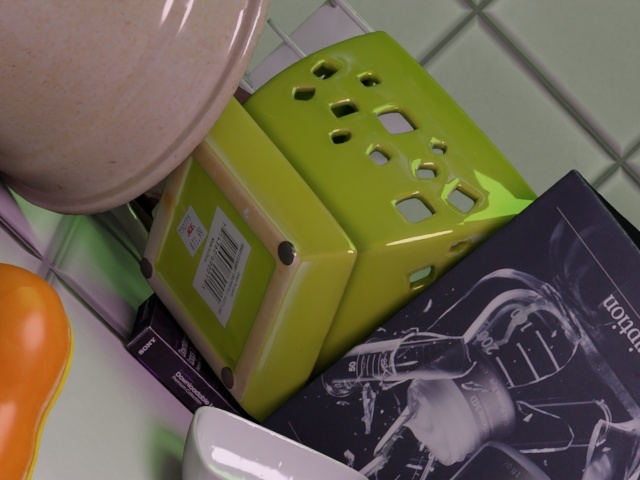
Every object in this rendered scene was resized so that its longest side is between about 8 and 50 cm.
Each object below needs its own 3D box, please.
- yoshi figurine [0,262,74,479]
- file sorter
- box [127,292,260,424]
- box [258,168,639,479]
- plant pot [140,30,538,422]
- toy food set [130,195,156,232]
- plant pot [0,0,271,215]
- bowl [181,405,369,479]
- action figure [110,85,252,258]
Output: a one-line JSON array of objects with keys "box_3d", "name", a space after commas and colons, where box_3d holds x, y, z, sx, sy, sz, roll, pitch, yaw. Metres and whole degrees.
[{"box_3d": [-0.253, -0.021, 0.586, 0.362, 0.203, 0.203, 31, 13, -51], "name": "yoshi figurine"}, {"box_3d": [-0.031, -0.114, 1.889, 0.193, 0.277, 0.173, 47, 5, 10], "name": "file sorter"}, {"box_3d": [-0.082, 0.114, 1.401, 0.162, 0.029, 0.116, 44, 8, -11], "name": "box"}, {"box_3d": [0.179, 0.190, 1.263, 0.179, 0.312, 0.343, 33, 19, -55], "name": "box"}, {"box_3d": [0.000, 0.000, 1.380, 0.207, 0.228, 0.227, -13, 51, -36], "name": "plant pot"}, {"box_3d": [-0.151, -0.033, 1.752, 0.192, 0.038, 0.132, 48, 8, 15], "name": "toy food set"}, {"box_3d": [-0.255, -0.218, 1.286, 0.305, 0.334, 0.334, 21, 24, -45], "name": "plant pot"}, {"box_3d": [-0.031, 0.173, 1.183, 0.142, 0.053, 0.142, 25, 11, -9], "name": "bowl"}, {"box_3d": [-0.212, -0.129, 1.630, 0.370, 0.276, 0.248, 29, -26, 3], "name": "action figure"}]
